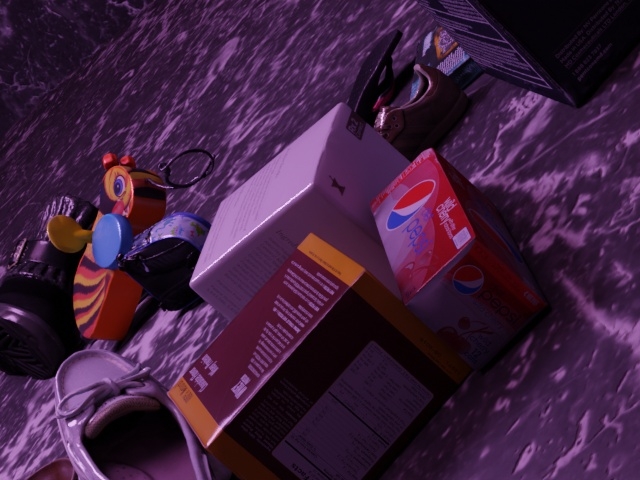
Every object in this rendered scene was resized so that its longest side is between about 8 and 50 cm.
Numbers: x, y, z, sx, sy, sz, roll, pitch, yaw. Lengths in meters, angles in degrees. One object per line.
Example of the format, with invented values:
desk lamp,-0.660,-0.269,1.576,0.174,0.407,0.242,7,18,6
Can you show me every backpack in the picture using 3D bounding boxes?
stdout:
backpack,-0.166,0.017,2.305,0.114,0.105,0.084,-26,28,40

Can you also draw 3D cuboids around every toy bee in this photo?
toy bee,-0.235,-0.026,2.434,0.298,0.195,0.162,-45,46,11

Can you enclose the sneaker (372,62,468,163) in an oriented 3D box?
sneaker,0.075,-0.104,2.032,0.188,0.071,0.066,-52,17,-14

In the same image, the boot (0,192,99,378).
boot,-0.380,0.054,2.709,0.260,0.131,0.348,-53,17,-16

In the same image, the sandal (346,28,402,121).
sandal,0.060,-0.168,2.289,0.179,0.040,0.067,-67,15,-11

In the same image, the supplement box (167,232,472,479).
supplement box,-0.006,0.119,1.626,0.194,0.129,0.191,-48,17,-3

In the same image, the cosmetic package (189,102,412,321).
cosmetic package,0.000,0.000,1.843,0.183,0.151,0.151,-38,20,32

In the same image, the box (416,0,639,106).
box,0.165,-0.308,1.879,0.183,0.294,0.296,-48,17,0

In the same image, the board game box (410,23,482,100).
board game box,0.157,-0.218,2.166,0.126,0.026,0.186,-40,18,25

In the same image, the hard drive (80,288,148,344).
hard drive,-0.265,0.072,2.569,0.135,0.022,0.094,-40,19,25

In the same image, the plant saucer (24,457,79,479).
plant saucer,-0.285,0.282,1.834,0.168,0.029,0.168,-42,18,17

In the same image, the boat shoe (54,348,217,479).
boat shoe,-0.157,0.186,1.689,0.118,0.103,0.320,-23,40,-11

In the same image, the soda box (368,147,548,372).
soda box,0.114,0.010,1.638,0.083,0.092,0.263,-45,17,11

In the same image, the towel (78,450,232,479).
towel,-0.241,0.338,1.807,0.320,0.090,0.374,-28,26,42
